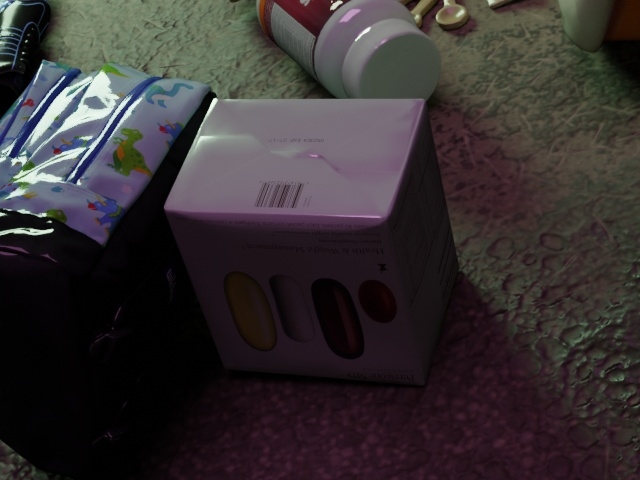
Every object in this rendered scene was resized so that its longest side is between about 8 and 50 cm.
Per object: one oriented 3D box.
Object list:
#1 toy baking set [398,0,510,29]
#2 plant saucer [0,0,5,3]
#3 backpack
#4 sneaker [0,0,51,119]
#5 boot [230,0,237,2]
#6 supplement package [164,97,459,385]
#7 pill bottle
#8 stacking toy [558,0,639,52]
[{"bbox_3d":[0.137,-0.323,1.665,0.197,0.030,0.256,-32,42,-12],"label":"toy baking set"},{"bbox_3d":[-0.433,-0.305,1.871,0.195,0.037,0.195,-11,41,10],"label":"plant saucer"},{"bbox_3d":[-0.203,-0.012,1.287,0.273,0.290,0.355,20,48,19],"label":"backpack"},{"bbox_3d":[-0.374,-0.209,1.723,0.090,0.081,0.232,15,54,21],"label":"sneaker"},{"bbox_3d":[-0.048,-0.402,1.781,0.211,0.104,0.295,-21,43,-6],"label":"boot"},{"bbox_3d":[0.000,0.000,1.236,0.194,0.203,0.149,2,46,19],"label":"supplement package"},{"bbox_3d":[0.029,-0.220,1.531,0.121,0.121,0.221,-31,42,-12],"label":"pill bottle"},{"bbox_3d":[0.486,-0.323,1.390,0.480,0.350,0.350,11,47,5],"label":"stacking toy"}]
